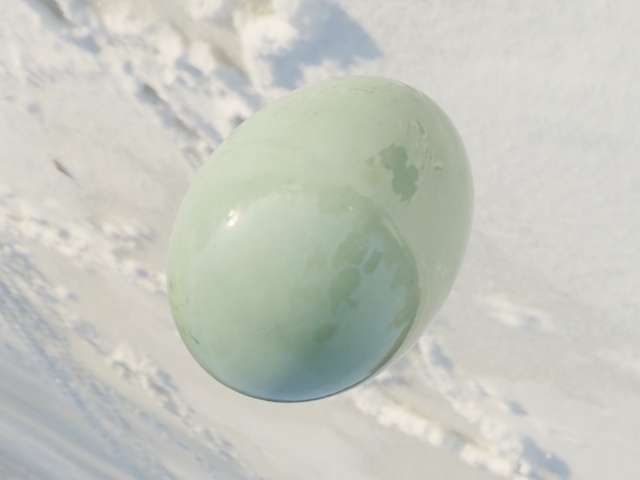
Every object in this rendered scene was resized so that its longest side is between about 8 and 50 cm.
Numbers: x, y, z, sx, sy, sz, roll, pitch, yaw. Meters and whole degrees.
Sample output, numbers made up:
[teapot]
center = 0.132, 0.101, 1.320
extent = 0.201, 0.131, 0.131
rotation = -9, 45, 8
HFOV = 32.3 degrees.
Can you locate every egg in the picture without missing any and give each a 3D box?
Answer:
[egg]
center = 0.000, 0.000, 0.595
extent = 0.149, 0.192, 0.149
rotation = 34, -161, -13
